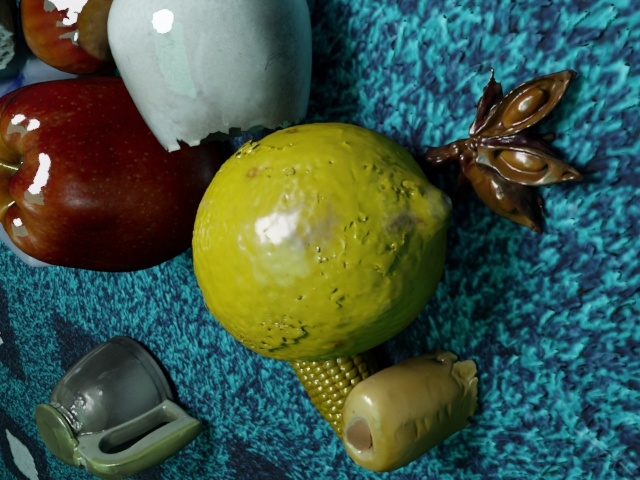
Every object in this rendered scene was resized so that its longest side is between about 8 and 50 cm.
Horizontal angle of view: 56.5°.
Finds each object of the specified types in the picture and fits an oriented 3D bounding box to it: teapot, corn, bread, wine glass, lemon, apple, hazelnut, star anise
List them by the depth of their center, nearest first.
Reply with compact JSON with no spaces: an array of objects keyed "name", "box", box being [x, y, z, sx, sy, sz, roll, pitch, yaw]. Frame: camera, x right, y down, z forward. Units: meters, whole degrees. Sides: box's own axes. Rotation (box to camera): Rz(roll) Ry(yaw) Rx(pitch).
[{"name":"star anise","box":[0.186,-0.077,0.602,0.157,0.053,0.212,51,133,10]},{"name":"lemon","box":[0.000,0.000,0.645,0.310,0.258,0.257,-16,99,43]},{"name":"wine glass","box":[-0.130,-0.270,0.661,0.238,0.238,0.322,-6,102,43]},{"name":"bread","box":[0.111,0.215,0.737,0.085,0.173,0.134,36,133,42]},{"name":"corn","box":[0.007,0.144,0.825,0.119,0.119,0.321,-32,89,45]},{"name":"hazelnut","box":[-0.332,-0.339,0.831,0.181,0.212,0.181,24,173,2]},{"name":"apple","box":[-0.303,-0.099,0.854,0.288,0.317,0.288,5,97,42]},{"name":"teapot","box":[-0.432,0.379,1.236,0.321,0.239,0.239,40,133,18]}]

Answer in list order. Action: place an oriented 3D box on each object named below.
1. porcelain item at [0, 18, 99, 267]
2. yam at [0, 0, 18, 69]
[{"name":"porcelain item","box":[-0.481,-0.164,1.053,0.243,0.178,0.405,35,126,25]},{"name":"yam","box":[-0.522,-0.411,0.813,0.241,0.241,0.348,-23,69,45]}]
